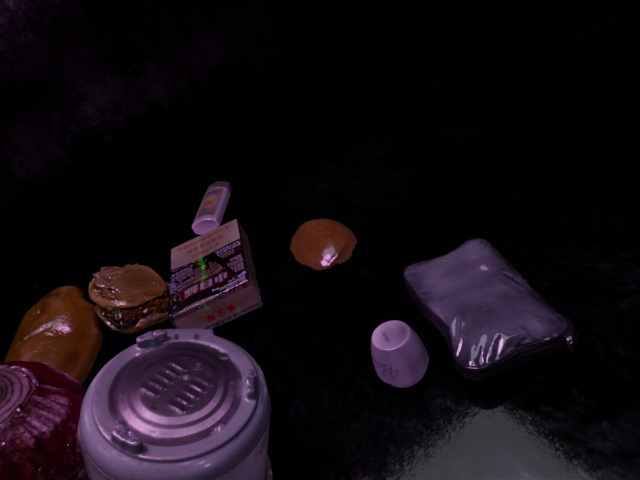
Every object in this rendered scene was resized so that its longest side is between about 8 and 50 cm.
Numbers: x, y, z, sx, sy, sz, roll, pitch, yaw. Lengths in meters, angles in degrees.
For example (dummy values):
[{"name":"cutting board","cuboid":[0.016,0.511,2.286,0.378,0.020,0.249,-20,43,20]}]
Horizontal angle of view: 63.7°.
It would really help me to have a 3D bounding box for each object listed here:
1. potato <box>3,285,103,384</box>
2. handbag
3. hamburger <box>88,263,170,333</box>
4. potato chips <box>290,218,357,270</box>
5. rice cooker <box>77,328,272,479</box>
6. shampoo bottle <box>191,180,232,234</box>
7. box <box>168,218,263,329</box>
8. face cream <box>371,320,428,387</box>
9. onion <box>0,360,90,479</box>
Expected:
[{"name":"potato","cuboid":[-0.617,0.269,1.189,0.195,0.176,0.369,12,36,-20]},{"name":"handbag","cuboid":[0.276,0.107,0.897,0.191,0.075,0.332,-22,29,-1]},{"name":"hamburger","cuboid":[-0.456,0.148,1.260,0.183,0.130,0.206,-18,41,-42]},{"name":"potato chips","cuboid":[0.000,0.000,1.246,0.150,0.049,0.202,-34,39,-5]},{"name":"rice cooker","cuboid":[-0.198,0.297,0.738,0.264,0.317,0.317,0,31,-10]},{"name":"shampoo bottle","cuboid":[-0.335,-0.105,1.605,0.086,0.056,0.227,-15,34,14]},{"name":"box","cuboid":[-0.263,0.084,1.265,0.198,0.084,0.310,-25,32,0]},{"name":"face cream","cuboid":[0.129,0.187,0.850,0.091,0.095,0.091,-16,33,11]},{"name":"onion","cuboid":[-0.521,0.341,0.894,0.260,0.282,0.336,-25,31,-37]}]
